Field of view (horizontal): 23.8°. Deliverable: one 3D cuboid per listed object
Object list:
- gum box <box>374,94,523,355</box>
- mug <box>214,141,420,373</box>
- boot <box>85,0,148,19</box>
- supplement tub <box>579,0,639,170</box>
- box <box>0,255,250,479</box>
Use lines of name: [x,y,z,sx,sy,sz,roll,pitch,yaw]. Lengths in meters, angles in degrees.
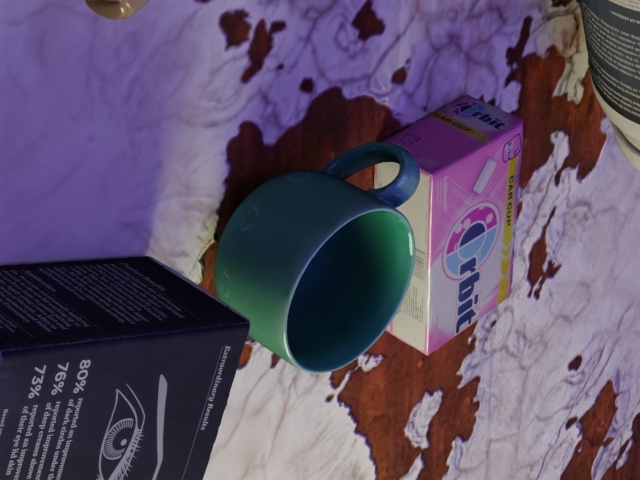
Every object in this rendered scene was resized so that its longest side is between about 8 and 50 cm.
gum box: [0.102,-0.008,1.223,0.107,0.062,0.188,-30,135,-34]
mug: [-0.002,0.009,1.083,0.158,0.097,0.129,-36,137,-30]
boot: [-0.107,-0.266,0.806,0.207,0.090,0.248,-58,142,-26]
supplement tub: [0.306,-0.192,1.227,0.191,0.191,0.272,-44,141,-20]
box: [-0.165,0.102,0.946,0.207,0.108,0.153,-2,116,-50]
